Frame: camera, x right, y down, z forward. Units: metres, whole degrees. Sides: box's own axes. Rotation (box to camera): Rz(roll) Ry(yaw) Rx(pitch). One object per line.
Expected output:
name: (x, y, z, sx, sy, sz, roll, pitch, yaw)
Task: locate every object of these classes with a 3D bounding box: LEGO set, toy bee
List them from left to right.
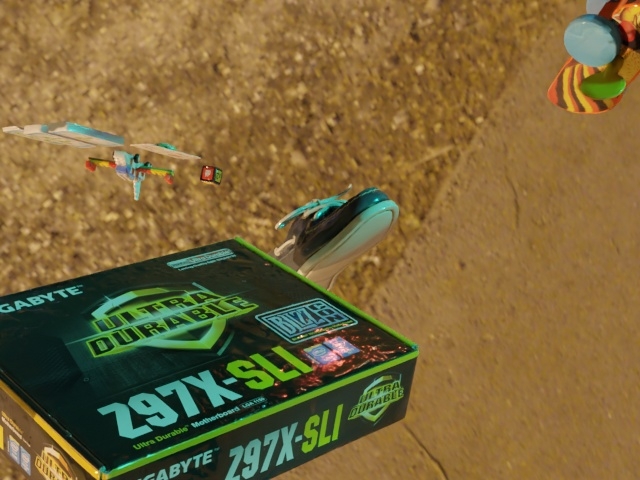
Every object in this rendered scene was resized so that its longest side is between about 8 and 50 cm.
LEGO set: (-0.248, -0.093, 1.397, 0.182, 0.244, 0.060, 4, 83, 51)
toy bee: (0.385, -0.248, 1.397, 0.162, 0.298, 0.195, 29, 77, 15)

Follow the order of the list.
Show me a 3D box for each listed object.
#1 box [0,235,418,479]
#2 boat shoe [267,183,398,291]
box: (-0.118, 0.106, 0.949, 0.322, 0.079, 0.257, -15, 34, -40)
boat shoe: (0.000, 0.000, 1.204, 0.095, 0.254, 0.079, -15, 73, -27)
